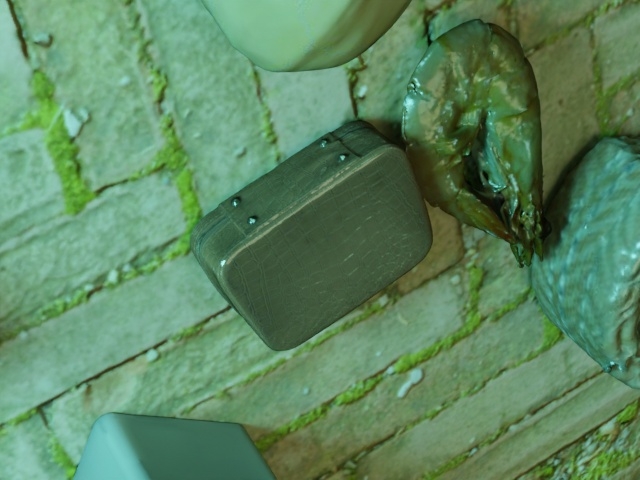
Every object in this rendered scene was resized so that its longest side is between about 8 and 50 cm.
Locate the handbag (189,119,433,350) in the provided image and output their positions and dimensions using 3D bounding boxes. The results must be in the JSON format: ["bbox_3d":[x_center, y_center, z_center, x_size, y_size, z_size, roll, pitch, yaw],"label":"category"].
[{"bbox_3d":[0.000,0.000,1.053,0.193,0.072,0.151,-37,128,-9],"label":"handbag"}]

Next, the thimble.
[{"bbox_3d":[0.325,0.024,1.203,0.196,0.148,0.229,-1,119,-30],"label":"thimble"}]

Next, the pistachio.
[{"bbox_3d":[0.016,-0.259,0.841,0.187,0.187,0.299,17,103,-35],"label":"pistachio"}]

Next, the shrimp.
[{"bbox_3d":[0.149,-0.070,1.095,0.145,0.061,0.267,-40,132,-17],"label":"shrimp"}]

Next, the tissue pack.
[{"bbox_3d":[-0.146,0.299,1.098,0.159,0.136,0.246,11,110,-34],"label":"tissue pack"}]
